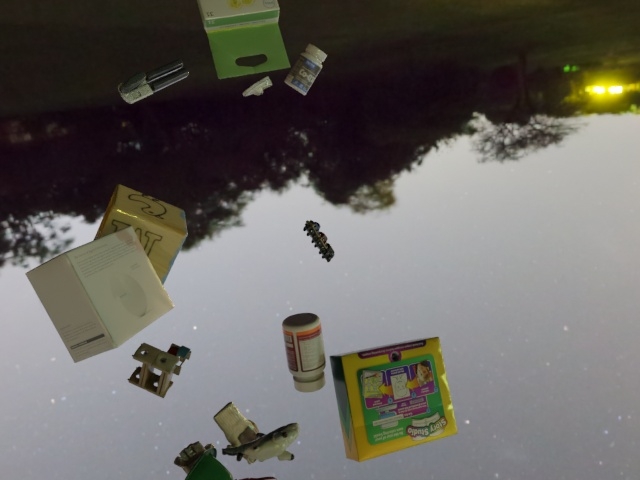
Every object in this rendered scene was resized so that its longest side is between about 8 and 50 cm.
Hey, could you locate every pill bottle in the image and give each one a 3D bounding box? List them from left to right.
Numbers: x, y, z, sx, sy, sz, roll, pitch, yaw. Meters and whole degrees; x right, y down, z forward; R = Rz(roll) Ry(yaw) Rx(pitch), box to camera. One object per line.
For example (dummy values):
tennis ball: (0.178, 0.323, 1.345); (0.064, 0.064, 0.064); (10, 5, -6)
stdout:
pill bottle: (-0.047, 0.345, 1.700); (0.121, 0.221, 0.121); (-7, -166, 2)
pill bottle: (-0.043, -0.522, 1.680); (0.078, 0.137, 0.078); (31, -168, -7)

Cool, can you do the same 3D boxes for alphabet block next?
alphabet block: (-0.488, -0.007, 1.472); (0.197, 0.193, 0.192); (22, -167, -24)

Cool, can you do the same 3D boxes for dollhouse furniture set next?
dollhouse furniture set: (-0.501, 0.369, 1.744); (0.129, 0.129, 0.184); (24, -146, 2)

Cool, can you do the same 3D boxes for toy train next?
toy train: (0.000, 0.000, 1.242); (0.027, 0.158, 0.036); (35, -103, 34)

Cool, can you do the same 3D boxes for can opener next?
can opener: (-0.582, -0.572, 1.947); (0.283, 0.076, 0.095); (-40, -166, -34)

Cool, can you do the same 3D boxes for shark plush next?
shark plush: (-0.119, 0.425, 1.139); (0.161, 0.073, 0.067); (-24, -154, 3)

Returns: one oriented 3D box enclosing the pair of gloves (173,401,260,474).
pair of gloves: (-0.287, 0.624, 1.629); (0.240, 0.204, 0.042); (-47, -160, -22)

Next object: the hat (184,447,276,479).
hat: (-0.250, 0.665, 1.457); (0.183, 0.173, 0.208); (24, -121, 16)

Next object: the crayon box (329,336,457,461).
crayon box: (0.232, 0.490, 1.739); (0.362, 0.313, 0.106); (-5, 171, -24)

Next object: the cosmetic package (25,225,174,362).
cosmetic package: (-0.489, 0.114, 1.245); (0.138, 0.225, 0.224); (-21, -172, 23)

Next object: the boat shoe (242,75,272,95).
boat shoe: (-0.184, -0.445, 1.621); (0.100, 0.035, 0.035); (-40, -167, -26)

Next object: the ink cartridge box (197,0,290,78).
ink cartridge box: (-0.173, -0.486, 1.221); (0.171, 0.235, 0.056); (-13, 165, -12)
